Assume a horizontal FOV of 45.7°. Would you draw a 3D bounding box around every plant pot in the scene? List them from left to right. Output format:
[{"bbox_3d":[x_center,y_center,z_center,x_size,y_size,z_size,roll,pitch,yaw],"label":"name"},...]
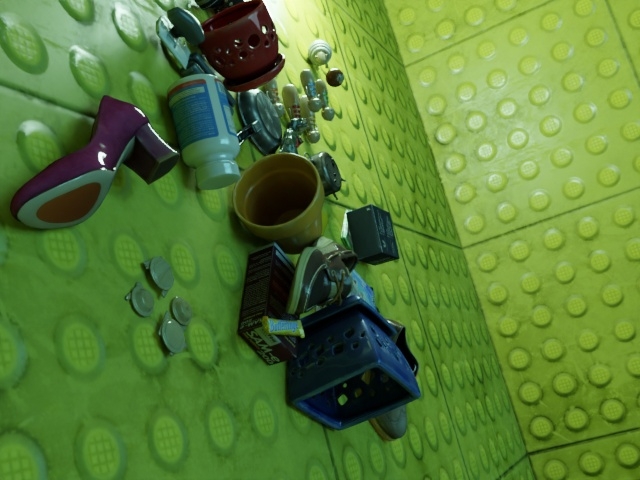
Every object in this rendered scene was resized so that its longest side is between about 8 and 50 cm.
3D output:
[{"bbox_3d":[-0.188,-0.472,1.853,0.191,0.191,0.174,-79,148,-53],"label":"plant pot"},{"bbox_3d":[-0.078,-0.066,1.764,0.188,0.205,0.205,64,17,-55],"label":"plant pot"},{"bbox_3d":[0.063,0.273,1.736,0.236,0.236,0.212,42,27,-48],"label":"plant pot"}]

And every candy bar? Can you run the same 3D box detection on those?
[{"bbox_3d":[-0.077,0.179,1.566,0.161,0.018,0.040,19,53,-62],"label":"candy bar"}]

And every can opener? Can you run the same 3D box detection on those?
[{"bbox_3d":[-0.267,-0.398,1.719,0.283,0.095,0.076,50,29,-39],"label":"can opener"}]

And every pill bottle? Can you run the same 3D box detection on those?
[{"bbox_3d":[-0.240,-0.224,1.593,0.124,0.124,0.221,12,60,-65],"label":"pill bottle"}]

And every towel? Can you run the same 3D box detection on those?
[{"bbox_3d":[0.103,-0.013,2.344,0.113,0.023,0.152,56,26,-28],"label":"towel"}]

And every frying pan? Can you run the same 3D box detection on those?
[{"bbox_3d":[-0.176,-0.315,1.932,0.197,0.053,0.326,71,18,4],"label":"frying pan"}]

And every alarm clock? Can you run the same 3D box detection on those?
[{"bbox_3d":[0.006,-0.207,2.242,0.192,0.064,0.129,34,41,-50],"label":"alarm clock"}]

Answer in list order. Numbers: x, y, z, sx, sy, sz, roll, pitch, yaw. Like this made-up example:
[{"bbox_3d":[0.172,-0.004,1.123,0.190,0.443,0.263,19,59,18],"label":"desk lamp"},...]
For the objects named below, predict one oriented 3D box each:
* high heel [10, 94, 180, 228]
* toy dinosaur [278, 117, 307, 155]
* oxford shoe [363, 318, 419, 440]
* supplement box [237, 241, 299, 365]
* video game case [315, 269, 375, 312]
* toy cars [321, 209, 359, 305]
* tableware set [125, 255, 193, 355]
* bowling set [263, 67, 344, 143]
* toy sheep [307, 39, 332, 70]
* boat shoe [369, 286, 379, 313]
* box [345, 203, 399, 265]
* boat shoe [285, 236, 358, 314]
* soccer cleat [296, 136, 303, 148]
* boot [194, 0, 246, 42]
[{"bbox_3d":[-0.399,-0.137,1.228,0.181,0.127,0.377,41,26,6],"label":"high heel"},{"bbox_3d":[-0.081,-0.223,1.997,0.268,0.064,0.118,-75,159,-53],"label":"toy dinosaur"},{"bbox_3d":[0.189,0.373,1.980,0.130,0.133,0.363,-37,121,-47],"label":"oxford shoe"},{"bbox_3d":[-0.105,0.136,1.657,0.130,0.073,0.239,52,27,-36],"label":"supplement box"},{"bbox_3d":[0.075,0.183,2.054,0.269,0.061,0.244,47,32,-43],"label":"video game case"},{"bbox_3d":[0.000,0.000,1.917,0.176,0.087,0.393,-2,64,-52],"label":"toy cars"},{"bbox_3d":[-0.276,0.115,1.348,0.168,0.020,0.141,61,22,-19],"label":"tableware set"},{"bbox_3d":[-0.020,-0.399,2.179,0.287,0.200,0.154,10,63,-61],"label":"bowling set"},{"bbox_3d":[-0.002,-0.634,2.570,0.091,0.091,0.132,51,14,-37],"label":"toy sheep"},{"bbox_3d":[0.152,0.205,2.239,0.049,0.040,0.142,13,59,-64],"label":"boat shoe"},{"bbox_3d":[0.162,-0.015,2.336,0.158,0.093,0.156,19,57,-63],"label":"box"},{"bbox_3d":[0.015,0.081,1.674,0.342,0.123,0.123,-46,152,-72],"label":"boat shoe"},{"bbox_3d":[-0.080,-0.262,2.131,0.029,0.036,0.083,54,49,-19],"label":"soccer cleat"},{"bbox_3d":[-0.235,-0.597,1.987,0.178,0.085,0.236,61,23,-25],"label":"boot"}]
